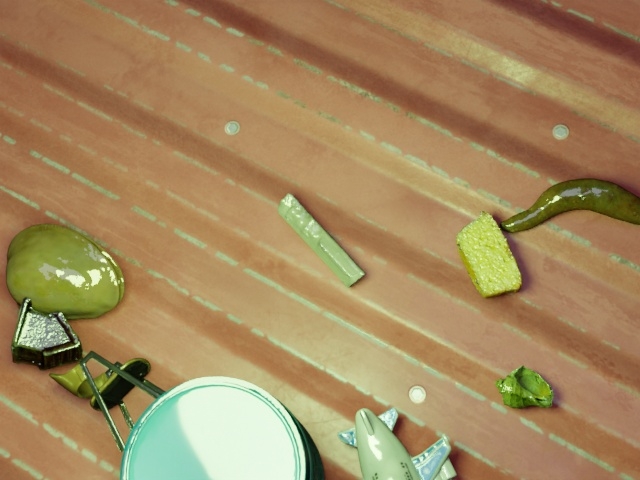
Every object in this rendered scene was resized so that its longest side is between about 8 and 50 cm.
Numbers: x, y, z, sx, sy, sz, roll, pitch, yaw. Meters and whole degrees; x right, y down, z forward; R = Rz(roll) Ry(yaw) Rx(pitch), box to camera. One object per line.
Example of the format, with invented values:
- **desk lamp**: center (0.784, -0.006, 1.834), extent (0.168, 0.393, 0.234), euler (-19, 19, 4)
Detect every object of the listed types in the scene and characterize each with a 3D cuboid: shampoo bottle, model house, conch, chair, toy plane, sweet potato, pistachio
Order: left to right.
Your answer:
- **model house**: center (-0.576, 0.219, 1.986), extent (0.152, 0.165, 0.106), euler (17, 58, -4)
- **pistachio**: center (-0.552, 0.069, 2.019), extent (0.260, 0.163, 0.213), euler (0, 111, 7)
- **chair**: center (-0.420, 0.312, 1.928), extent (0.172, 0.159, 0.247), euler (-42, 74, -5)
- **shampoo bottle**: center (-0.166, 0.445, 1.758), extent (0.331, 0.343, 0.331), euler (-2, 73, 7)
- **toy plane**: center (0.135, 0.456, 1.837), extent (0.266, 0.122, 0.267), euler (-2, 75, 6)
- **conch**: center (0.410, 0.298, 1.876), extent (0.121, 0.074, 0.089), euler (14, 85, 15)
- **sweet potato**: center (0.554, -0.078, 1.979), extent (0.346, 0.079, 0.108), euler (-4, 84, 9)

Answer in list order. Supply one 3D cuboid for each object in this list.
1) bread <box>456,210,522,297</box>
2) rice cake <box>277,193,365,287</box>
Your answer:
- **bread**: center (0.354, 0.036, 1.973), extent (0.103, 0.065, 0.187), euler (-26, 73, 0)
- **rice cake**: center (0.000, 0.000, 2.029), extent (0.052, 0.057, 0.256), euler (-33, 71, -32)
